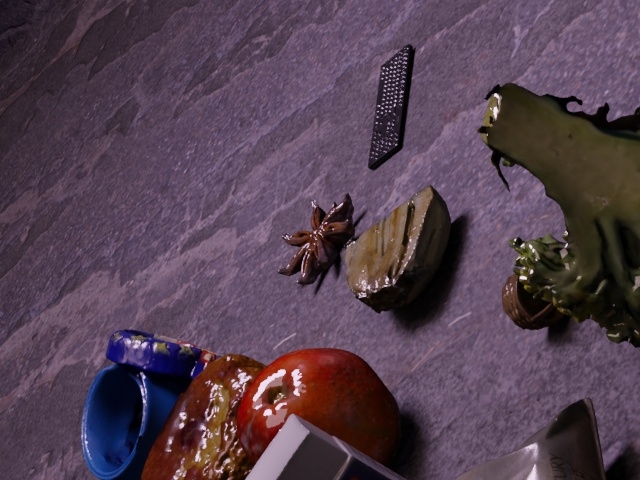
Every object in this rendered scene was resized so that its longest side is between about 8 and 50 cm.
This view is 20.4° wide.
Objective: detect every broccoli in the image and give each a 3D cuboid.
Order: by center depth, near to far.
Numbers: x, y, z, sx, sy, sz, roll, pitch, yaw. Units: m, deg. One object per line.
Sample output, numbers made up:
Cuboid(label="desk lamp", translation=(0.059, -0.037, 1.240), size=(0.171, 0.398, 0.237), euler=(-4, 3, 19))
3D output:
Cuboid(label="broccoli", translation=(0.261, -0.030, 1.621), size=(0.242, 0.273, 0.180), euler=(-59, -10, -10))

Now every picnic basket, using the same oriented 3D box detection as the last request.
Cuboid(label="picnic basket", translation=(0.224, 0.050, 1.762), size=(0.083, 0.072, 0.072), euler=(-44, 23, 56))

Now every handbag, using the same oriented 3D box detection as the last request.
Cuboid(label="handbag", translation=(0.183, 0.260, 1.516), size=(0.182, 0.117, 0.270), euler=(-33, 30, 18))

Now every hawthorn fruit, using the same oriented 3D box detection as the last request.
Cuboid(label="hawthorn fruit", translation=(-0.007, 0.195, 1.893), size=(0.173, 0.173, 0.173), euler=(-43, 27, 28))

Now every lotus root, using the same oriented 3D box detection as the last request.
Cuboid(label="lotus root", translation=(0.093, 0.030, 2.047), size=(0.143, 0.070, 0.144), euler=(-32, 29, 33))

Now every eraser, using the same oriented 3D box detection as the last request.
Cuboid(label="eraser", translation=(0.027, 0.267, 1.687), size=(0.124, 0.210, 0.068), euler=(-55, 25, 3))

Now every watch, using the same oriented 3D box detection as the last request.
Cuboid(label="watch", translation=(-0.212, 0.223, 2.300), size=(0.196, 0.171, 0.200), euler=(19, 92, 65))

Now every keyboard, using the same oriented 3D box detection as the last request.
Cuboid(label="keyboard", translation=(0.094, -0.181, 2.383), size=(0.061, 0.013, 0.204), euler=(-38, 30, 38))

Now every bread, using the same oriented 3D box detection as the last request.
Cuboid(label="bread", translation=(-0.098, 0.248, 2.050), size=(0.232, 0.135, 0.247), euler=(3, 62, 59))

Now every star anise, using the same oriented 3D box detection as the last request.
Cuboid(label="star anise", translation=(0.000, 0.002, 2.293), size=(0.141, 0.042, 0.141), euler=(-39, 29, 27))
